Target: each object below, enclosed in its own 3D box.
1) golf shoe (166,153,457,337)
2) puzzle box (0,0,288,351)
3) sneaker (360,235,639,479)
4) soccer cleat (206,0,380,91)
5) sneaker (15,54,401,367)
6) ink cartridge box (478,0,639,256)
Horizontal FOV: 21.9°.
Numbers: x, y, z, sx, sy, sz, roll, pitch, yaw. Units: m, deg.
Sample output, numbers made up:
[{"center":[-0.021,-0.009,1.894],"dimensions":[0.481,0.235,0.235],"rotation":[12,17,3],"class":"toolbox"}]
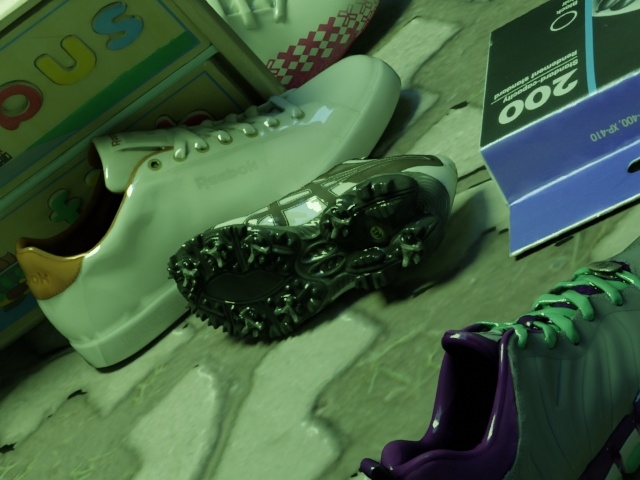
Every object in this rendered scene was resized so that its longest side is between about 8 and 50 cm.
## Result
[{"center":[0.000,0.000,0.997],"dimensions":[0.198,0.077,0.094],"rotation":[-16,18,33],"class":"golf shoe"},{"center":[-0.234,-0.037,1.140],"dimensions":[0.409,0.272,0.052],"rotation":[-35,54,8],"class":"puzzle box"},{"center":[0.109,0.047,0.716],"dimensions":[0.083,0.098,0.223],"rotation":[-2,43,52],"class":"sneaker"},{"center":[-0.098,-0.151,1.224],"dimensions":[0.331,0.143,0.116],"rotation":[-30,62,-9],"class":"soccer cleat"},{"center":[-0.076,-0.048,1.108],"dimensions":[0.290,0.123,0.106],"rotation":[-41,23,-8],"class":"sneaker"},{"center":[0.187,-0.103,0.935],"dimensions":[0.206,0.045,0.208],"rotation":[-27,28,23],"class":"ink cartridge box"}]
